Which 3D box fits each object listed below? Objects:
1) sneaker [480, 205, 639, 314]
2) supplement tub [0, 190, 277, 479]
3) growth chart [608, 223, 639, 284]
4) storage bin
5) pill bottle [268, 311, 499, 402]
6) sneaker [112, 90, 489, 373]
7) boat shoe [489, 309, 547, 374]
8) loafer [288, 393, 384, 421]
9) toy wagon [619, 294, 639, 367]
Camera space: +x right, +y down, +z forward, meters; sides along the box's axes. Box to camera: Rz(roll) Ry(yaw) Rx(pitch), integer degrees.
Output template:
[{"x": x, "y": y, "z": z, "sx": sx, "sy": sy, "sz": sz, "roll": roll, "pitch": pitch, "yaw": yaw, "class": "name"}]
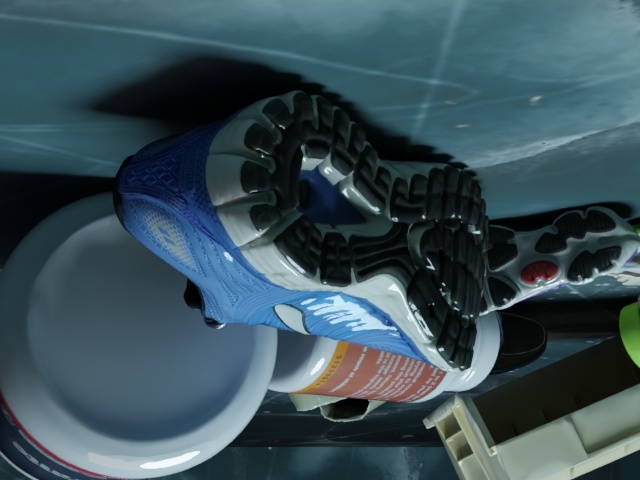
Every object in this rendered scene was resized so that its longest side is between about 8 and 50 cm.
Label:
[{"x": 0.162, "y": 0.020, "z": 0.921, "sx": 0.169, "sy": 0.068, "sz": 0.071, "roll": -10, "pitch": 169, "yaw": 27, "class": "sneaker"}, {"x": -0.156, "y": 0.085, "z": 0.885, "sx": 0.191, "sy": 0.191, "sz": 0.272, "roll": 4, "pitch": 165, "yaw": -19, "class": "supplement tub"}, {"x": 0.308, "y": 0.014, "z": 0.997, "sx": 0.237, "sy": 0.021, "sz": 0.172, "roll": 11, "pitch": 162, "yaw": -40, "class": "growth chart"}, {"x": 0.265, "y": 0.177, "z": 1.259, "sx": 0.262, "sy": 0.123, "sz": 0.260, "roll": -21, "pitch": 167, "yaw": -8, "class": "storage bin"}, {"x": 0.045, "y": 0.072, "z": 0.995, "sx": 0.216, "sy": 0.121, "sz": 0.121, "roll": 12, "pitch": 161, "yaw": -41, "class": "pill bottle"}, {"x": 0.000, "y": 0.000, "z": 0.754, "sx": 0.147, "sy": 0.130, "sz": 0.330, "roll": -1, "pitch": 161, "yaw": 34, "class": "sneaker"}, {"x": 0.155, "y": 0.098, "z": 1.224, "sx": 0.183, "sy": 0.066, "sz": 0.066, "roll": -1, "pitch": 158, "yaw": -18, "class": "boat shoe"}, {"x": 0.040, "y": 0.171, "z": 1.446, "sx": 0.101, "sy": 0.092, "sz": 0.268, "roll": -13, "pitch": 162, "yaw": 39, "class": "loafer"}, {"x": 0.361, "y": 0.030, "z": 0.909, "sx": 0.267, "sy": 0.068, "sz": 0.344, "roll": -26, "pitch": 153, "yaw": 34, "class": "toy wagon"}]
